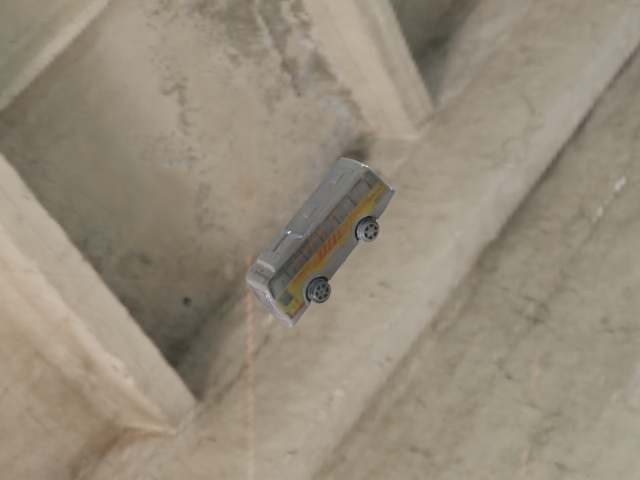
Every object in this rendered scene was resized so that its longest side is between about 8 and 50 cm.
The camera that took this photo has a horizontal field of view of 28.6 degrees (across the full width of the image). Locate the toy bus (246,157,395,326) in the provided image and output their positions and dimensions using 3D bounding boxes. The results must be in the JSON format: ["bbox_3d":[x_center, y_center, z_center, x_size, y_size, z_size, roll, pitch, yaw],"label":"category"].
[{"bbox_3d":[0.000,0.000,1.372,0.190,0.064,0.075,-50,-55,-10],"label":"toy bus"}]
